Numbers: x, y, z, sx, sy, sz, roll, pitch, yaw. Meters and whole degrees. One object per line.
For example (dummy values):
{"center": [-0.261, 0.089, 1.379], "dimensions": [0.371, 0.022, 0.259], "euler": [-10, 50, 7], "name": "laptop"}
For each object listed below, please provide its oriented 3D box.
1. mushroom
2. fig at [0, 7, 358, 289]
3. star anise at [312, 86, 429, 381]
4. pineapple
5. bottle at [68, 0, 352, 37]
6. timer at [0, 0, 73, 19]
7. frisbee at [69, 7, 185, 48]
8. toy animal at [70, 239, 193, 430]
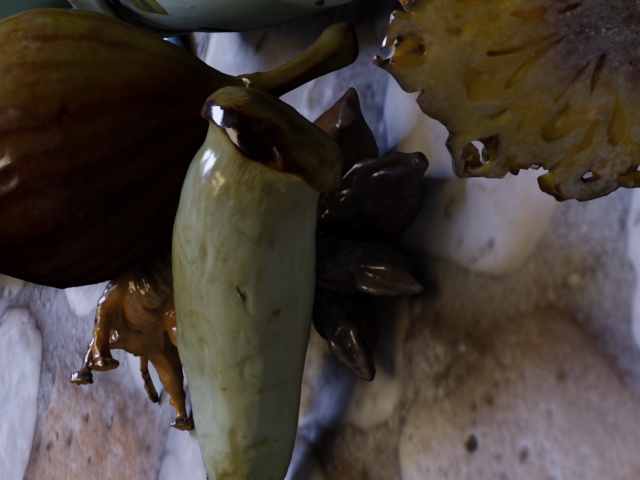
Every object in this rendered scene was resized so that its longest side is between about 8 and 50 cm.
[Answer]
{"center": [-0.053, 0.047, 0.852], "dimensions": [0.107, 0.087, 0.333], "euler": [37, 136, 32], "name": "mushroom"}
{"center": [-0.125, -0.096, 0.910], "dimensions": [0.321, 0.217, 0.216], "euler": [-22, 55, 11], "name": "fig"}
{"center": [0.006, -0.014, 0.902], "dimensions": [0.212, 0.073, 0.196], "euler": [21, 101, 55], "name": "star anise"}
{"center": [0.122, -0.195, 0.674], "dimensions": [0.262, 0.263, 0.271], "euler": [-63, 23, 24], "name": "pineapple"}
{"center": [-0.105, -0.270, 1.014], "dimensions": [0.352, 0.229, 0.229], "euler": [0, 80, 57], "name": "bottle"}
{"center": [-0.280, -0.405, 1.341], "dimensions": [0.315, 0.291, 0.290], "euler": [-26, 56, 24], "name": "timer"}
{"center": [-0.235, -0.112, 1.292], "dimensions": [0.290, 0.049, 0.289], "euler": [-9, 75, 34], "name": "frisbee"}
{"center": [-0.148, 0.082, 1.055], "dimensions": [0.255, 0.114, 0.116], "euler": [120, 158, -61], "name": "toy animal"}
